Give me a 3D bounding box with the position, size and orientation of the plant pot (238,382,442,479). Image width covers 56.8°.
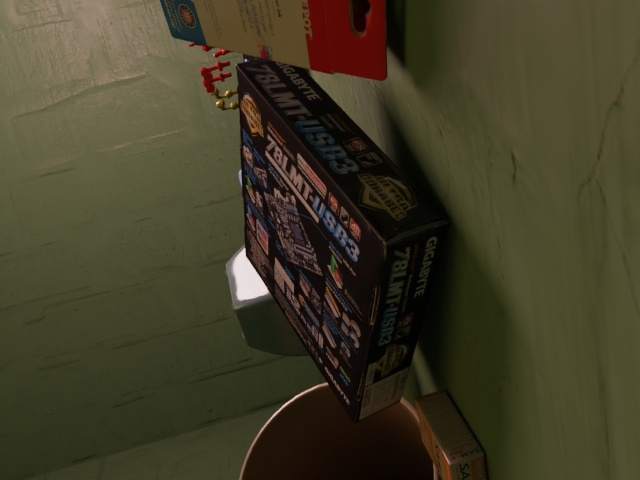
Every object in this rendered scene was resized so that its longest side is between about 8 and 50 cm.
[{"bbox_3d":[0.066,0.364,0.788,0.274,0.257,0.256,58,-172,-43],"label":"plant pot"}]

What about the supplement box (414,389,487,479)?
[{"bbox_3d":[0.130,0.207,0.595,0.098,0.036,0.062,-117,12,-65],"label":"supplement box"}]

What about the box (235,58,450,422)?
[{"bbox_3d":[0.000,0.000,0.639,0.295,0.073,0.293,52,151,37],"label":"box"}]

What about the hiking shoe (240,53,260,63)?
[{"bbox_3d":[-0.088,-0.316,1.049,0.304,0.113,0.132,67,163,6],"label":"hiking shoe"}]

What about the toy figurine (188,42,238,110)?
[{"bbox_3d":[-0.139,-0.292,1.311,0.362,0.191,0.217,94,156,-78],"label":"toy figurine"}]

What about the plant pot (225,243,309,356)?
[{"bbox_3d":[-0.073,0.114,1.339,0.247,0.252,0.247,-111,8,-46],"label":"plant pot"}]

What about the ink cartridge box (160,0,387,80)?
[{"bbox_3d":[-0.035,-0.228,0.498,0.078,0.231,0.134,-55,-27,-32],"label":"ink cartridge box"}]

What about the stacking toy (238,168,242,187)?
[{"bbox_3d":[-0.140,-0.191,1.952,0.302,0.175,0.165,-37,-73,-81],"label":"stacking toy"}]
